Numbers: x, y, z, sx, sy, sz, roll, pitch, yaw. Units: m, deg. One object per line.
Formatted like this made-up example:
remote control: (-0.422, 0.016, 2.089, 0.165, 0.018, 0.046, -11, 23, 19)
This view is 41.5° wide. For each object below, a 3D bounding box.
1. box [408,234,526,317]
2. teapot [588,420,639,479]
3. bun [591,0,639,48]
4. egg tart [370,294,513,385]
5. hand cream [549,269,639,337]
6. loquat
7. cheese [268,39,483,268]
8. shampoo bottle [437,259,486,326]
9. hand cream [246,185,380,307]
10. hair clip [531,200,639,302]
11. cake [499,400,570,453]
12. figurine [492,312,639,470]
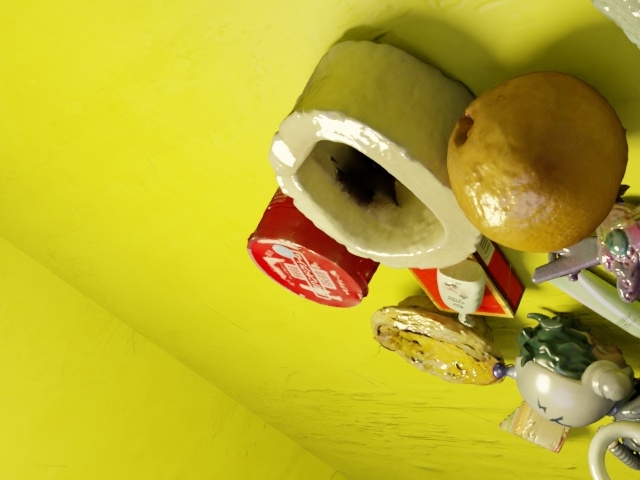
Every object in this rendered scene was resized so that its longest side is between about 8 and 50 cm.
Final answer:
box: (0.218, 0.030, 1.385, 0.153, 0.074, 0.239, -3, 140, 40)
teapot: (0.593, 0.275, 1.191, 0.424, 0.279, 0.252, -20, 158, 12)
bun: (0.328, -0.244, 0.610, 0.354, 0.194, 0.354, 44, 178, 2)
egg tart: (0.237, 0.179, 1.596, 0.291, 0.107, 0.290, 20, 159, 8)
hand cream: (0.443, 0.092, 1.306, 0.205, 0.050, 0.078, 31, 153, 2)
loquat: (0.253, -0.091, 0.976, 0.208, 0.208, 0.208, 22, 153, 12)
cheese: (0.084, -0.108, 1.161, 0.292, 0.153, 0.332, -7, 136, 49)
shampoo bottle: (0.226, 0.086, 1.348, 0.077, 0.045, 0.152, 15, 151, 20)
hand cream: (0.000, 0.000, 1.449, 0.230, 0.149, 0.230, 20, 154, 10)
hair clip: (0.395, 0.019, 1.148, 0.090, 0.137, 0.278, 1, 171, -33)
cake: (0.463, 0.424, 1.847, 0.110, 0.090, 0.225, 21, 154, 5)
figurine: (0.487, 0.253, 1.397, 0.382, 0.186, 0.261, 29, 165, 10)
